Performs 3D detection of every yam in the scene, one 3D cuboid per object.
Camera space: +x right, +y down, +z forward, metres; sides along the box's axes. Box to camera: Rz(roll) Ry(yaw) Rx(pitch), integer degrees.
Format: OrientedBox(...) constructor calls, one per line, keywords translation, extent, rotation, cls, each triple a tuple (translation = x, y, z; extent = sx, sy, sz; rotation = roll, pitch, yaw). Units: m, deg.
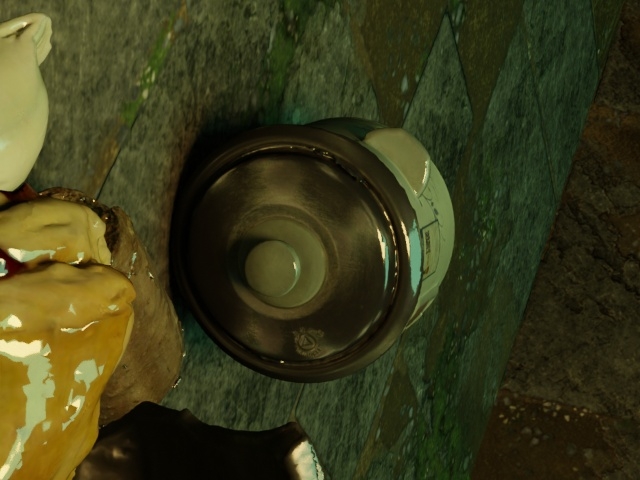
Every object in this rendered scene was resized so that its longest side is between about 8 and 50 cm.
OrientedBox(translation=(-0.197, 0.057, 1.386), extent=(0.238, 0.128, 0.129), rotation=(73, 0, -61), cls="yam")

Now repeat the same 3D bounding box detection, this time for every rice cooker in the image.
OrientedBox(translation=(0.000, 0.000, 1.675), extent=(0.317, 0.264, 0.316), rotation=(-37, 177, -3), cls="rice cooker")

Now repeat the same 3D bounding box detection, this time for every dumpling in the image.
OrientedBox(translation=(-0.269, -0.072, 1.164), extent=(0.151, 0.124, 0.229), rotation=(-47, -179, 45), cls="dumpling")

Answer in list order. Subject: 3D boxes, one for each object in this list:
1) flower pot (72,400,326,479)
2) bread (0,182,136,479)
OrientedBox(translation=(-0.207, 0.208, 1.182), extent=(0.251, 0.379, 0.379), rotation=(-152, -110, -70), cls="flower pot")
OrientedBox(translation=(-0.288, 0.121, 0.803), extent=(0.370, 0.191, 0.314), rotation=(5, 126, -37), cls="bread")
